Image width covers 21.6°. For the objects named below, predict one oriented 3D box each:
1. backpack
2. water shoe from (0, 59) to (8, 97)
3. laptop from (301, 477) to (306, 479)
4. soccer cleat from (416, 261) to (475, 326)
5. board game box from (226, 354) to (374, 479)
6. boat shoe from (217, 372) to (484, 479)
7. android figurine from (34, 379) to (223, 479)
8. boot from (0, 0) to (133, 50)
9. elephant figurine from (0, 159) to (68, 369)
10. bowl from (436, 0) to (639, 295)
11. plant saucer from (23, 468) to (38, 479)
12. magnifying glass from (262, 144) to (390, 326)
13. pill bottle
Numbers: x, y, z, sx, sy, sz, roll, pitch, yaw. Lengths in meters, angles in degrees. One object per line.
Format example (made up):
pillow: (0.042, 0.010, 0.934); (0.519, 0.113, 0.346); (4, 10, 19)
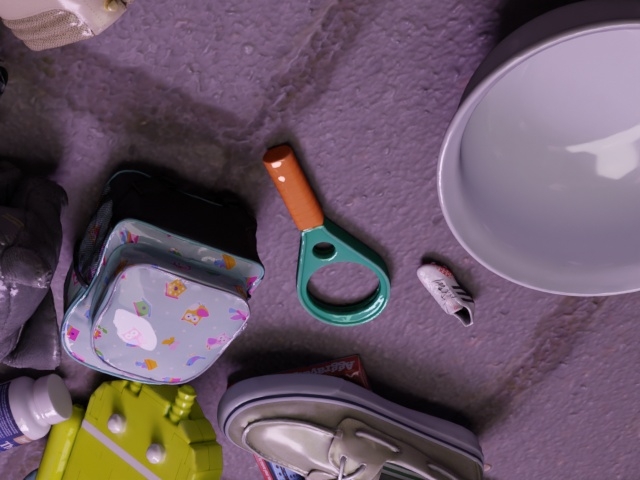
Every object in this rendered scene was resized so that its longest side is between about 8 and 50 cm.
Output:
backpack: (-0.155, 0.052, 1.560); (0.165, 0.144, 0.188); (18, 132, -24)
water shoe: (-0.304, -0.152, 1.411); (0.080, 0.073, 0.203); (-4, 152, -14)
laptop: (0.115, 0.487, 1.836); (0.408, 0.236, 0.382); (15, 117, -27)
soccer cleat: (0.125, 0.053, 1.640); (0.029, 0.036, 0.083); (-30, 127, 23)
board game box: (0.010, 0.240, 1.811); (0.145, 0.027, 0.281); (-14, 131, 9)
boat shoe: (0.040, 0.215, 1.707); (0.302, 0.094, 0.109); (15, 127, -20)
android figurine: (-0.190, 0.254, 1.695); (0.056, 0.248, 0.273); (0, 116, -49)
boot: (-0.204, -0.264, 1.297); (0.262, 0.095, 0.203); (-29, 126, 30)
elephant figurine: (-0.307, 0.059, 1.532); (0.169, 0.186, 0.239); (16, 121, 6)
bowl: (0.241, -0.102, 1.440); (0.297, 0.134, 0.298); (-2, 132, -2)
plant saucer: (-0.275, 0.292, 1.850); (0.119, 0.021, 0.119); (-1, 132, -1)
magnifying glass: (0.000, 0.000, 1.596); (0.092, 0.026, 0.231); (-16, 130, 12)
pill bottle: (-0.318, 0.179, 1.715); (0.120, 0.067, 0.067); (-20, 130, 16)
